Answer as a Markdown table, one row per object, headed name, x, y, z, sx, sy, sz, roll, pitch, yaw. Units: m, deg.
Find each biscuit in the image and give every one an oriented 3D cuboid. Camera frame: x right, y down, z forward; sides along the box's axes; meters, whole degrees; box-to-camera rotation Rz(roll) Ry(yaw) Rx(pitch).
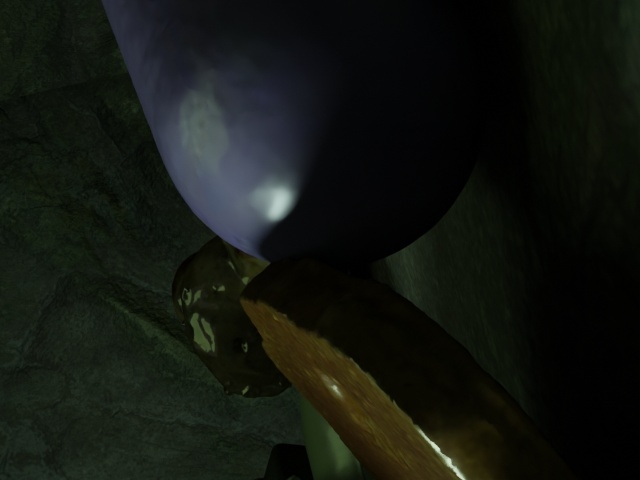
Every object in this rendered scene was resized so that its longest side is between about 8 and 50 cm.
| name | x | y | z | sx | sy | sz | roll | pitch | yaw |
| --- | --- | --- | --- | --- | --- | --- | --- | --- | --- |
| biscuit | 0.064 | 0.107 | 0.446 | 0.257 | 0.049 | 0.273 | 49 | 167 | -6 |

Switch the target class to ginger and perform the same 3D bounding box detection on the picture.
| name | x | y | z | sx | sy | sz | roll | pitch | yaw |
| --- | --- | --- | --- | --- | --- | --- | --- | --- | --- |
| ginger | -0.066 | 0.013 | 1.125 | 0.256 | 0.176 | 0.375 | -109 | 34 | -42 |

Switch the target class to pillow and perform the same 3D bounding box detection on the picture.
| name | x | y | z | sx | sy | sz | roll | pitch | yaw |
| --- | --- | --- | --- | --- | --- | --- | --- | --- | --- |
| pillow | 0.047 | 0.225 | 1.040 | 0.322 | 0.119 | 0.256 | 91 | 164 | -75 |

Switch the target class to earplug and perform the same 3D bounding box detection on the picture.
| name | x | y | z | sx | sy | sz | roll | pitch | yaw |
| --- | --- | --- | --- | --- | --- | --- | --- | --- | --- |
| earplug | -0.042 | -0.180 | 0.580 | 0.215 | 0.215 | 0.456 | 84 | 167 | -55 |

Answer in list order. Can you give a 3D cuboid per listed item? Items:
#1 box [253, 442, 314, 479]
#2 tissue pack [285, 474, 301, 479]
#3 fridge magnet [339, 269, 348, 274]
| name | x | y | z | sx | sy | sz | roll | pitch | yaw |
| --- | --- | --- | --- | --- | --- | --- | --- | --- | --- |
| box | 0.003 | 0.432 | 1.528 | 0.290 | 0.220 | 0.166 | -159 | 78 | -83 |
| tissue pack | -0.024 | 0.446 | 0.846 | 0.380 | 0.297 | 0.207 | 49 | 166 | 14 |
| fridge magnet | 0.000 | 0.000 | 1.253 | 0.143 | 0.063 | 0.143 | 163 | 90 | -83 |
